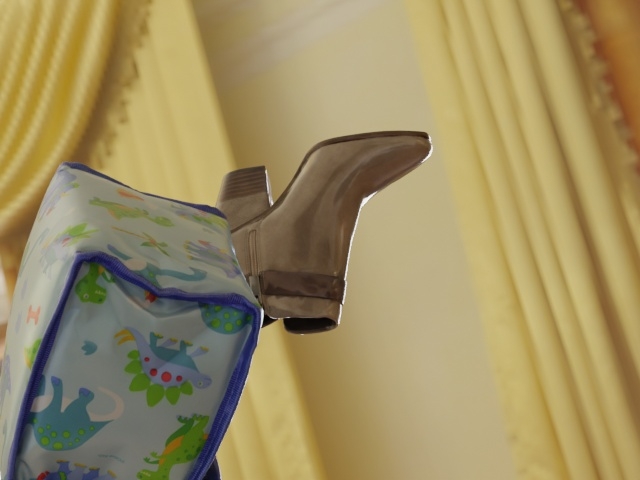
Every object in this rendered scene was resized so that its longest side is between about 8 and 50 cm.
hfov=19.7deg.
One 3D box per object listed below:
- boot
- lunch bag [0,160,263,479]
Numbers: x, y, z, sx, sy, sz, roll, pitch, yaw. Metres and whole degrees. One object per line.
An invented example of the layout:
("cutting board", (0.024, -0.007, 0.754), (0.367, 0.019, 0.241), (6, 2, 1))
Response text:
("boot", (0.000, 0.000, 0.868), (0.118, 0.087, 0.042), (-14, -28, 15))
("lunch bag", (-0.086, 0.063, 0.732), (0.096, 0.151, 0.129), (20, 12, -14))
